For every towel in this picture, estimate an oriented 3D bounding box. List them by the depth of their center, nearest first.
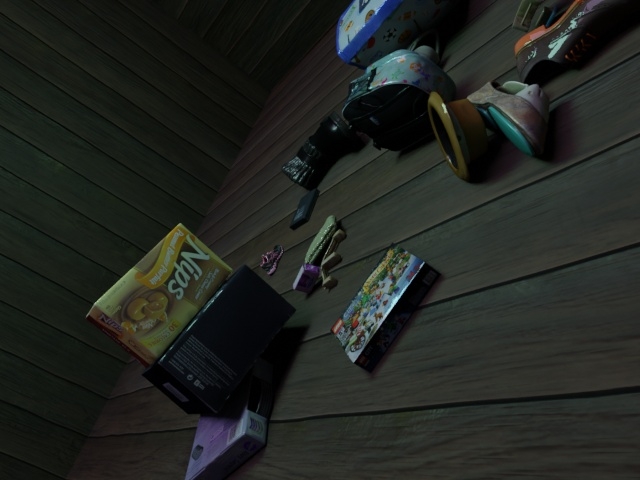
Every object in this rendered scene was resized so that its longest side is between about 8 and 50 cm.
[{"bbox_3d":[0.000,0.000,1.544,0.148,0.027,0.110,-56,9,13],"label":"towel"}]

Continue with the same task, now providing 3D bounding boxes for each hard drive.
[{"bbox_3d":[-0.055,-0.107,1.864,0.094,0.022,0.135,-30,33,50],"label":"hard drive"}]

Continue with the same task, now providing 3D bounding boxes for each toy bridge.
[{"bbox_3d":[0.027,0.056,1.437,0.063,0.026,0.188,-40,26,41],"label":"toy bridge"}]

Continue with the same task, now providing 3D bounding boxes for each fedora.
[{"bbox_3d":[0.284,-0.218,1.106,0.079,0.194,0.194,-23,26,5],"label":"fedora"}]

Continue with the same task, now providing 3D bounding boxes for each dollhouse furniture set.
[{"bbox_3d":[0.519,-0.550,1.175,0.184,0.129,0.129,99,-167,-63],"label":"dollhouse furniture set"}]

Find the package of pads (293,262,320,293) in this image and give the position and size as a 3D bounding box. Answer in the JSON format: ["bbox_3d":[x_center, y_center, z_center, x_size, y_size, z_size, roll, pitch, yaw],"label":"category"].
[{"bbox_3d":[-0.037,0.101,1.445,0.032,0.050,0.083,-92,23,-51],"label":"package of pads"}]

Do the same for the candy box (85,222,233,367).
[{"bbox_3d":[-0.374,0.123,1.316,0.087,0.183,0.316,-40,10,44],"label":"candy box"}]

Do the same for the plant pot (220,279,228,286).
[{"bbox_3d":[-0.383,0.226,1.796,0.267,0.267,0.236,-57,8,-5],"label":"plant pot"}]

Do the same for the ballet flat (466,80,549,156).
[{"bbox_3d":[0.368,-0.254,1.047,0.106,0.107,0.316,-40,25,12],"label":"ballet flat"}]

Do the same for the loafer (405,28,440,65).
[{"bbox_3d":[0.286,-0.514,1.596,0.111,0.112,0.320,-46,21,46],"label":"loafer"}]

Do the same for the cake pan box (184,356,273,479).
[{"bbox_3d":[-0.218,0.443,1.343,0.267,0.070,0.246,-46,24,24],"label":"cake pan box"}]

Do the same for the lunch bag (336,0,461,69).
[{"bbox_3d":[0.235,-0.718,1.699,0.328,0.239,0.385,-40,4,43],"label":"lunch bag"}]

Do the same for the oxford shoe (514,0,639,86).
[{"bbox_3d":[0.483,-0.375,1.016,0.271,0.096,0.098,-27,54,59],"label":"oxford shoe"}]

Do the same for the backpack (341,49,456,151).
[{"bbox_3d":[0.210,-0.356,1.375,0.253,0.225,0.191,-10,54,57],"label":"backpack"}]

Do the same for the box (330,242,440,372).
[{"bbox_3d":[0.122,0.127,1.096,0.233,0.044,0.159,-55,21,2],"label":"box"}]

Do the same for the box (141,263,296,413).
[{"bbox_3d":[-0.271,0.265,1.411,0.312,0.179,0.343,-50,7,-29],"label":"box"}]

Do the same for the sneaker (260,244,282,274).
[{"bbox_3d":[-0.165,0.054,1.820,0.047,0.057,0.119,-37,26,44],"label":"sneaker"}]

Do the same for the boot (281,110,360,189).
[{"bbox_3d":[-0.004,-0.295,1.871,0.260,0.131,0.348,-48,10,1],"label":"boot"}]
